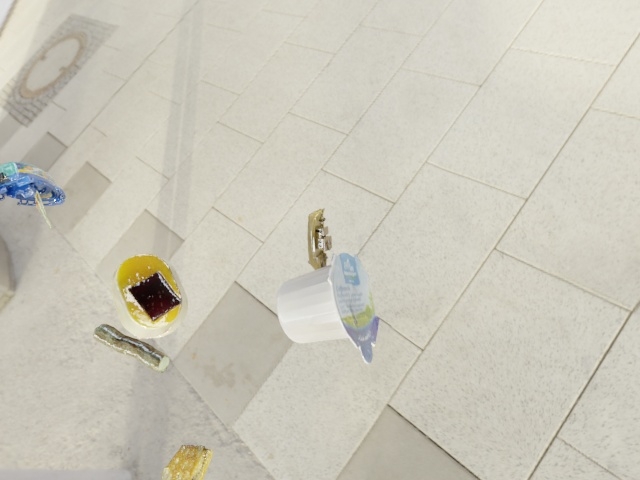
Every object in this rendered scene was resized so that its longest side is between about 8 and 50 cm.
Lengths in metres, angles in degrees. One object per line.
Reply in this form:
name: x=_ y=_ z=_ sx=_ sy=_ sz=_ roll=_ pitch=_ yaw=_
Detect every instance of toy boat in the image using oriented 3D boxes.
toy boat: x=-0.531 y=-0.073 z=0.802 sx=0.091 sy=0.175 sz=0.110 roll=-21 pitch=87 yaw=-5
toy boat: x=0.000 y=0.000 z=1.334 sx=0.072 sy=0.064 sz=0.206 roll=10 pitch=111 yaw=31

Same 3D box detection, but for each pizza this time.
pizza: x=-0.263 y=0.458 z=0.826 sx=0.160 sy=0.035 sz=0.099 roll=-55 pitch=36 yaw=-5

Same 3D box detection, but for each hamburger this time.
hamburger: x=-0.590 y=0.188 z=1.477 sx=0.227 sy=0.151 sz=0.295 roll=-19 pitch=75 yaw=-26

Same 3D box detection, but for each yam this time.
yam: x=-0.548 y=0.310 z=1.241 sx=0.252 sy=0.061 sz=0.061 roll=19 pitch=73 yaw=17

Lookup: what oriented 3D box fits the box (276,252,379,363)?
box: x=0.018 y=0.197 z=1.163 sx=0.206 sy=0.262 sz=0.292 roll=-17 pitch=82 yaw=27
